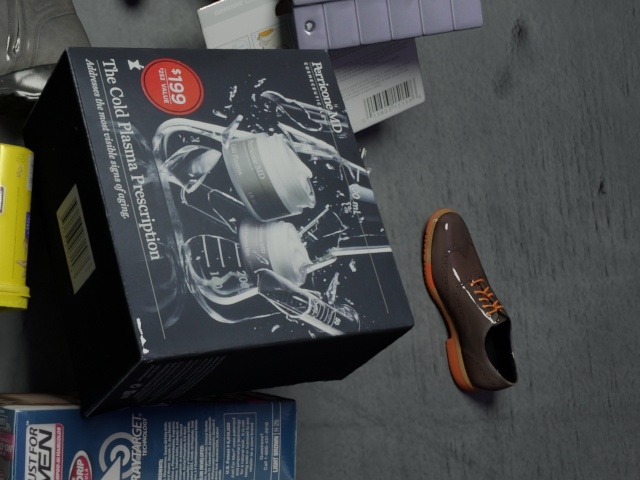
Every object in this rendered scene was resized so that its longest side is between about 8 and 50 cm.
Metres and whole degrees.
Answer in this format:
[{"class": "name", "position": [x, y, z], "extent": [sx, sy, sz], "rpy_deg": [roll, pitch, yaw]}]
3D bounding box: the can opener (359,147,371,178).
[{"class": "can opener", "position": [0.000, 0.000, 1.677], "extent": [0.095, 0.076, 0.283], "rpy_deg": [18, 74, -2]}]

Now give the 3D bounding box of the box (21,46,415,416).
[{"class": "box", "position": [-0.114, -0.018, 1.354], "extent": [0.312, 0.179, 0.343], "rpy_deg": [-5, 68, -32]}]

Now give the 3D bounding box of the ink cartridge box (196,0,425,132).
[{"class": "ink cartridge box", "position": [-0.015, -0.230, 1.572], "extent": [0.275, 0.060, 0.239], "rpy_deg": [-25, 124, -17]}]

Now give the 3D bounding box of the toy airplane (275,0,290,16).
[{"class": "toy airplane", "position": [0.000, -0.447, 1.607], "extent": [0.384, 0.272, 0.386], "rpy_deg": [-6, 127, -27]}]

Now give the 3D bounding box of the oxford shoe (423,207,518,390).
[{"class": "oxford shoe", "position": [0.223, 0.082, 1.807], "extent": [0.097, 0.098, 0.271], "rpy_deg": [-23, 101, -36]}]

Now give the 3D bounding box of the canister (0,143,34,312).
[{"class": "canister", "position": [-0.357, -0.011, 1.357], "extent": [0.073, 0.126, 0.170], "rpy_deg": [8, 80, -37]}]

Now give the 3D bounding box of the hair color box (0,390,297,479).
[{"class": "hair color box", "position": [-0.214, 0.223, 1.417], "extent": [0.347, 0.174, 0.105], "rpy_deg": [3, 87, -37]}]

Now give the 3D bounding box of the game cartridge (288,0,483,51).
[{"class": "game cartridge", "position": [0.060, -0.403, 1.443], "extent": [0.230, 0.068, 0.355], "rpy_deg": [-9, 103, 0]}]

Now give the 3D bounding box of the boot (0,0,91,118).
[{"class": "boot", "position": [-0.402, -0.239, 1.364], "extent": [0.338, 0.118, 0.223], "rpy_deg": [-11, 87, -44]}]
